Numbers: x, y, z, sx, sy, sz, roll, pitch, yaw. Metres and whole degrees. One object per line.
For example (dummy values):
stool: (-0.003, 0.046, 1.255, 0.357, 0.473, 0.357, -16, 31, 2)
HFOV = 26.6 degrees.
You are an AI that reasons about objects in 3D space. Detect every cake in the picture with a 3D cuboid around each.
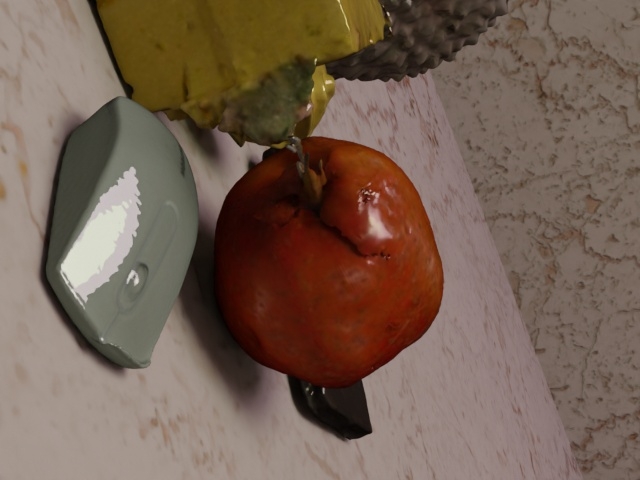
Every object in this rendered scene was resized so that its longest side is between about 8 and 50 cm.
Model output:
cake: (-0.065, -0.220, 1.252, 0.227, 0.222, 0.286, -41, 111, -72)

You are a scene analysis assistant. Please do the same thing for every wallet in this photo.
wallet: (-0.008, 0.053, 1.459, 0.165, 0.042, 0.310, 44, 32, -62)

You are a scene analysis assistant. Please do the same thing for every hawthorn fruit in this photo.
hawthorn fruit: (0.000, 0.000, 1.190, 0.299, 0.211, 0.211, 76, 6, -50)

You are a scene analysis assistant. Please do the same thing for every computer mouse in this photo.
computer mouse: (-0.143, -0.015, 1.027, 0.128, 0.079, 0.231, 53, 27, -43)

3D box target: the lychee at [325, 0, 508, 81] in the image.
lychee: (0.042, -0.361, 1.540, 0.432, 0.380, 0.380, 40, -16, 53)
